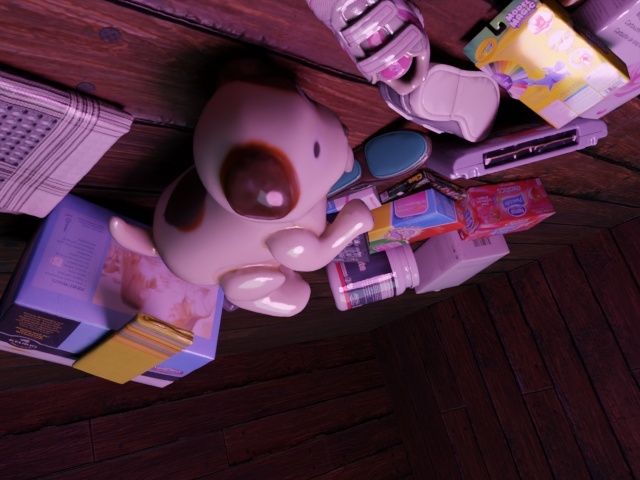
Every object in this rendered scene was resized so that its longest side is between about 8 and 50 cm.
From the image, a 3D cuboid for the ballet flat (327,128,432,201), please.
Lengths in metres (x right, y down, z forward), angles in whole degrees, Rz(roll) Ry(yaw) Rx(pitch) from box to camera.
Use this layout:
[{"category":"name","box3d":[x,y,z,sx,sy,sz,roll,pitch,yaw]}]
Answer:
[{"category":"ballet flat","box3d":[0.103,-0.151,0.996,0.281,0.095,0.096,-16,174,33]}]

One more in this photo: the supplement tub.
[{"category":"supplement tub","box3d":[0.159,0.103,1.589,0.273,0.191,0.191,-16,161,-2]}]

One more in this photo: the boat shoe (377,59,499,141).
[{"category":"boat shoe","box3d":[0.215,-0.243,0.852,0.099,0.116,0.320,24,-163,36]}]

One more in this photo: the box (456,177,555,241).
[{"category":"box","box3d":[0.529,-0.090,1.451,0.257,0.122,0.128,-10,161,-19]}]

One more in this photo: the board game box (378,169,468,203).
[{"category":"board game box","box3d":[0.278,-0.120,1.309,0.136,0.030,0.260,-26,159,34]}]

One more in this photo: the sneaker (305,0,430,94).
[{"category":"sneaker","box3d":[0.073,-0.261,0.605,0.103,0.111,0.252,-28,158,32]}]

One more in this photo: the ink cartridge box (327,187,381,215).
[{"category":"ink cartridge box","box3d":[0.073,-0.095,1.169,0.123,0.052,0.088,-22,160,13]}]

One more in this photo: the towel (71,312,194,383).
[{"category":"towel","box3d":[-0.319,0.186,0.834,0.102,0.021,0.237,35,130,-30]}]

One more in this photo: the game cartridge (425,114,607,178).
[{"category":"game cartridge","box3d":[0.367,-0.192,0.979,0.295,0.060,0.196,-15,-165,-3]}]

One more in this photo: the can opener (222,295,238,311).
[{"category":"can opener","box3d":[-0.170,0.073,1.161,0.076,0.095,0.283,-54,178,34]}]

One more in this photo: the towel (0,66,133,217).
[{"category":"towel","box3d":[-0.471,-0.118,0.649,0.324,0.056,0.312,-27,159,31]}]

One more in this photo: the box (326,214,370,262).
[{"category":"box","box3d":[0.000,0.000,1.218,0.233,0.059,0.183,-2,156,11]}]

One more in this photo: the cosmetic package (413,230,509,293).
[{"category":"cosmetic package","box3d":[0.479,0.059,1.787,0.197,0.155,0.365,-9,161,-20]}]

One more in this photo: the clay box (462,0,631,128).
[{"category":"clay box","box3d":[0.341,-0.278,0.757,0.222,0.053,0.127,30,142,-18]}]

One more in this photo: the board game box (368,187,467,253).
[{"category":"board game box","box3d":[0.204,-0.041,1.344,0.317,0.064,0.242,-18,164,31]}]

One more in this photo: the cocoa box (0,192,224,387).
[{"category":"cocoa box","box3d":[-0.386,0.110,0.939,0.347,0.231,0.228,26,138,-31]}]

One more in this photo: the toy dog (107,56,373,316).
[{"category":"toy dog","box3d":[-0.110,-0.090,0.778,0.396,0.284,0.408,11,151,-18]}]

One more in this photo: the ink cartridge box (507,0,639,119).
[{"category":"ink cartridge box","box3d":[0.535,-0.338,0.841,0.324,0.071,0.330,-1,157,-37]}]

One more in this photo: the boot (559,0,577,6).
[{"category":"boot","box3d":[0.370,-0.380,0.570,0.165,0.077,0.213,-19,158,2]}]
